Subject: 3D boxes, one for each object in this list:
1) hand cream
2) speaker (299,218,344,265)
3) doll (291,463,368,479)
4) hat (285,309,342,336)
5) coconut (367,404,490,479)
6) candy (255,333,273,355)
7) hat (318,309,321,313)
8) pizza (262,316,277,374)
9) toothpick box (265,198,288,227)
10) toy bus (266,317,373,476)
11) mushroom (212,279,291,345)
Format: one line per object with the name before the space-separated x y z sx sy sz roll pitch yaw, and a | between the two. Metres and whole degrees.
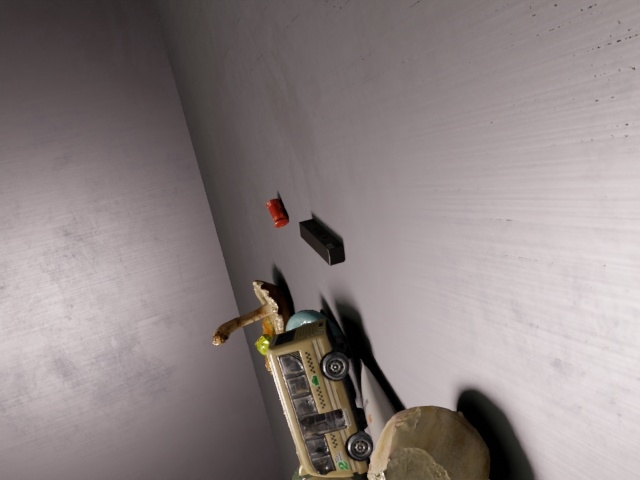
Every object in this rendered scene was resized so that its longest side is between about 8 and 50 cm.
hand cream | 0.147 0.407 1.155 0.314 0.089 0.139 -115 12 -53
speaker | 0.000 0.000 1.284 0.191 0.040 0.046 -137 35 -58
doll | 0.022 0.739 1.578 0.349 0.248 0.247 -173 67 -84
hat | -0.004 0.273 1.455 0.191 0.078 0.138 34 109 26
coconut | 0.180 0.355 0.846 0.194 0.195 0.194 163 90 -73
candy | -0.144 0.451 1.916 0.262 0.073 0.077 51 -171 22
hat | 0.001 0.244 1.520 0.058 0.042 0.086 131 155 -64
pizza | -0.154 0.442 2.050 0.335 0.086 0.226 64 147 27
toothpick box | -0.130 -0.082 1.597 0.047 0.047 0.083 108 140 -61
toy bus | 0.002 0.392 1.303 0.177 0.202 0.364 -73 -34 -85
mushroom | -0.247 0.246 1.871 0.233 0.302 0.207 24 105 60
